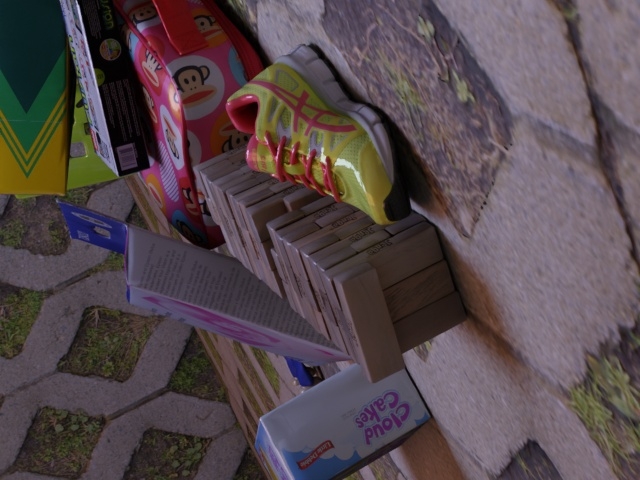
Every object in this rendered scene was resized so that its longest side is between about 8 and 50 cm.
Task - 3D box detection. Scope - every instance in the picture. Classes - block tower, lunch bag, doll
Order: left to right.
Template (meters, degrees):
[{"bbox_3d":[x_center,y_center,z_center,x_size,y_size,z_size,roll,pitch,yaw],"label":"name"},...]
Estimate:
[{"bbox_3d":[-0.143,-0.161,1.349,0.293,0.120,0.258,-126,21,-44],"label":"lunch bag"},{"bbox_3d":[-0.056,0.123,1.864,0.189,0.046,0.129,67,168,-24],"label":"doll"},{"bbox_3d":[0.000,0.000,1.102,0.335,0.097,0.091,40,153,61],"label":"block tower"}]

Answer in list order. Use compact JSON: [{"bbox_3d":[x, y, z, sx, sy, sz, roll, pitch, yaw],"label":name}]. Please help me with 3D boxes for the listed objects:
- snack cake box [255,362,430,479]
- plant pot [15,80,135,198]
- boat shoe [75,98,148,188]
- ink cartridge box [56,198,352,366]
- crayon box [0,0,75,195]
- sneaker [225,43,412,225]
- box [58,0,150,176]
[{"bbox_3d":[0.017,0.204,1.412,0.089,0.152,0.264,61,170,11],"label":"snack cake box"},{"bbox_3d":[-0.397,-0.223,2.103,0.228,0.227,0.207,-101,-1,-58],"label":"plant pot"},{"bbox_3d":[-0.232,-0.179,1.727,0.156,0.136,0.367,31,156,48],"label":"boat shoe"},{"bbox_3d":[-0.128,0.056,1.428,0.324,0.330,0.071,140,147,-80],"label":"ink cartridge box"},{"bbox_3d":[-0.365,-0.274,1.698,0.363,0.106,0.313,-105,20,-62],"label":"crayon box"},{"bbox_3d":[-0.005,-0.066,1.000,0.208,0.094,0.081,50,162,48],"label":"sneaker"},{"bbox_3d":[-0.222,-0.177,1.338,0.114,0.036,0.207,-141,38,-62],"label":"box"}]
